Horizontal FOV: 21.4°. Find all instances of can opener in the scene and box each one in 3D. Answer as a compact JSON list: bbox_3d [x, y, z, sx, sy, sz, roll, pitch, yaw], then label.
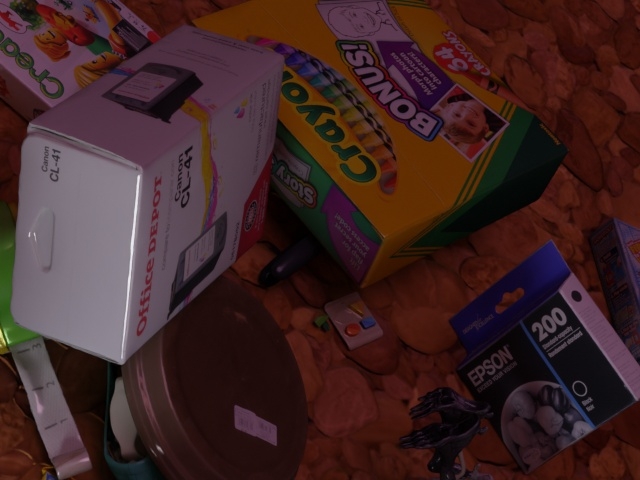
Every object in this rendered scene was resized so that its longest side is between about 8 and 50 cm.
[{"bbox_3d":[0.000,0.000,1.976,0.186,0.059,0.073,-33,83,-42],"label":"can opener"}]

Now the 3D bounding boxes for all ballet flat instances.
[{"bbox_3d":[-0.182,0.139,1.736,0.083,0.087,0.247,-8,60,7],"label":"ballet flat"}]

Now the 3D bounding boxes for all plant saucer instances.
[{"bbox_3d":[-0.099,0.152,1.759,0.278,0.041,0.278,36,43,-42],"label":"plant saucer"}]

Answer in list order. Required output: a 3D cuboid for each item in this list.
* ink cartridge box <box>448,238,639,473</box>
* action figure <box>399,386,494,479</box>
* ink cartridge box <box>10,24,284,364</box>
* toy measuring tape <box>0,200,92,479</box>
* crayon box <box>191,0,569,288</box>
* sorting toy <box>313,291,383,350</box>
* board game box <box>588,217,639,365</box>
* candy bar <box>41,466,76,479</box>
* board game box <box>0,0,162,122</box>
[{"bbox_3d":[0.251,0.136,1.956,0.045,0.206,0.208,-22,74,-44],"label":"ink cartridge box"},{"bbox_3d":[0.148,0.300,1.829,0.164,0.141,0.276,-82,158,-64],"label":"action figure"},{"bbox_3d":[-0.163,-0.052,1.663,0.131,0.226,0.306,18,32,16],"label":"ink cartridge box"},{"bbox_3d":[-0.298,0.072,1.683,0.121,0.121,0.330,-6,62,-36],"label":"toy measuring tape"},{"bbox_3d":[0.060,-0.153,2.021,0.313,0.106,0.363,-25,63,-37],"label":"crayon box"},{"bbox_3d":[0.030,0.096,1.966,0.083,0.012,0.062,-20,74,-40],"label":"sorting toy"},{"bbox_3d":[0.444,0.059,2.231,0.194,0.060,0.194,-10,68,-37],"label":"board game box"},{"bbox_3d":[-0.268,0.291,1.640,0.040,0.018,0.161,23,52,-20],"label":"candy bar"},{"bbox_3d":[-0.345,-0.262,1.920,0.305,0.053,0.193,40,48,-5],"label":"board game box"}]
